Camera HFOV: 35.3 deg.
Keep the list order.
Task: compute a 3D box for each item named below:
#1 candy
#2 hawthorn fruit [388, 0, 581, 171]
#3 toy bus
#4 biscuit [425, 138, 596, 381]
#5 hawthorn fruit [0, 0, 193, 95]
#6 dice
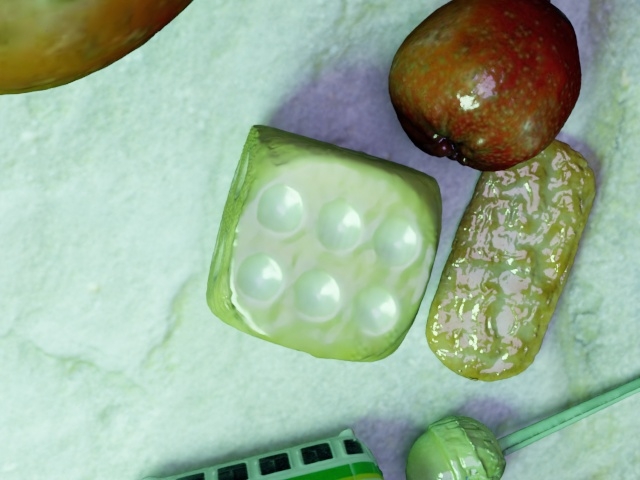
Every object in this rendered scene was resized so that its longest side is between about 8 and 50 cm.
[{"bbox_3d":[0.239,0.176,0.990,0.335,0.092,0.093,-20,89,-12],"label":"candy"},{"bbox_3d":[0.156,-0.155,0.884,0.157,0.157,0.194,40,75,-12],"label":"hawthorn fruit"},{"bbox_3d":[-0.065,0.280,0.916,0.276,0.165,0.134,-12,116,-5],"label":"toy bus"},{"bbox_3d":[0.184,0.019,0.971,0.118,0.029,0.247,18,97,-10],"label":"biscuit"},{"bbox_3d":[-0.260,-0.281,0.665,0.402,0.403,0.403,-1,100,-7],"label":"hawthorn fruit"},{"bbox_3d":[0.000,0.000,0.871,0.169,0.169,0.166,14,98,-10],"label":"dice"}]
